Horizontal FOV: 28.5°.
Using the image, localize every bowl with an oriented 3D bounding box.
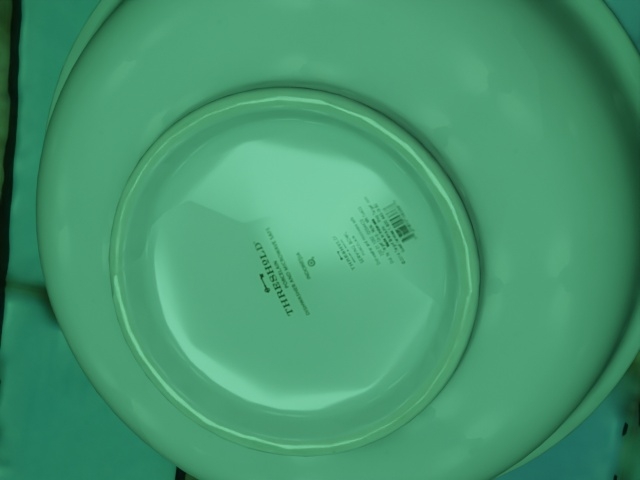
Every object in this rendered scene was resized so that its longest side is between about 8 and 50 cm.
[{"bbox_3d":[0.000,0.000,0.526,0.297,0.134,0.298,3,105,11],"label":"bowl"}]
